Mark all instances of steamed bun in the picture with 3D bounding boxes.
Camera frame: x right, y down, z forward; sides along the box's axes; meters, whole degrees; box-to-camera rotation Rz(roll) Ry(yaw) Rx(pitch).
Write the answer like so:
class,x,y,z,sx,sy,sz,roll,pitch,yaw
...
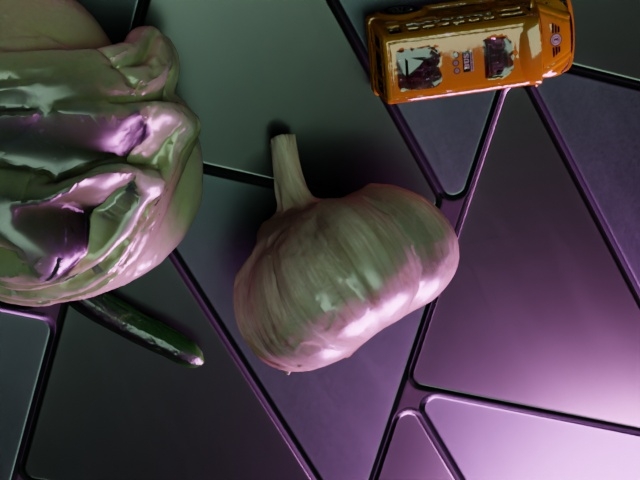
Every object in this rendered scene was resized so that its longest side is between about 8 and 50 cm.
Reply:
class,x,y,z,sx,sy,sz,roll,pitch,yaw
steamed bun,-0.245,-0.077,1.676,0.320,0.206,0.275,26,106,-15

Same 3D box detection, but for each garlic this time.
class,x,y,z,sx,sy,sz,roll,pitch,yaw
garlic,0.000,0.000,1.782,0.218,0.218,0.212,-31,84,2

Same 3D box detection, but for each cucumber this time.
class,x,y,z,sx,sy,sz,roll,pitch,yaw
cucumber,-0.190,0.073,1.837,0.184,0.033,0.036,30,123,-18

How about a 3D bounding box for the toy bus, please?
class,x,y,z,sx,sy,sz,roll,pitch,yaw
toy bus,0.144,-0.176,1.773,0.194,0.088,0.083,-9,111,-7
